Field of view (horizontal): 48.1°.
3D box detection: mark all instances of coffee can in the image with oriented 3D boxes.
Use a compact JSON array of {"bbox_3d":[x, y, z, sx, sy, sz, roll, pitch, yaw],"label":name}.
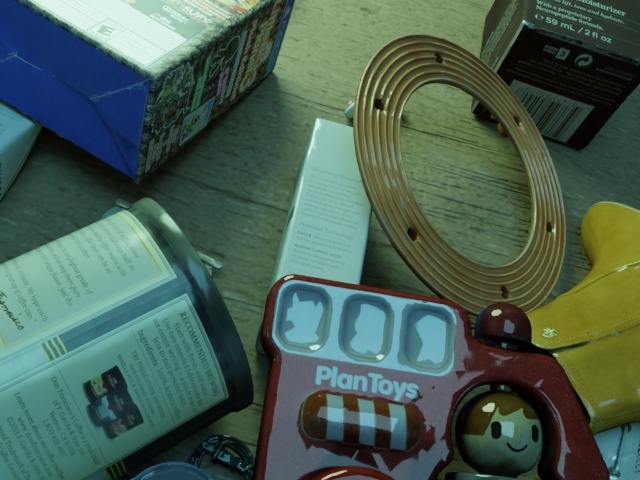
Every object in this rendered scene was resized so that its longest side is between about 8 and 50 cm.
[{"bbox_3d":[-0.222,0.111,0.574,0.275,0.201,0.201,-27,69,-22],"label":"coffee can"}]

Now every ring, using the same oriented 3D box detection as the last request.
[{"bbox_3d":[0.161,-0.073,0.801,0.336,0.032,0.337,16,63,-33],"label":"ring"}]

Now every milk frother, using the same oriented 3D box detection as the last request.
[{"bbox_3d":[-0.105,0.211,0.587,0.129,0.135,0.143,26,59,-14],"label":"milk frother"}]

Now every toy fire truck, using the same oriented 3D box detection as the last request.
[{"bbox_3d":[0.090,0.165,0.590,0.302,0.169,0.254,8,73,-4],"label":"toy fire truck"}]

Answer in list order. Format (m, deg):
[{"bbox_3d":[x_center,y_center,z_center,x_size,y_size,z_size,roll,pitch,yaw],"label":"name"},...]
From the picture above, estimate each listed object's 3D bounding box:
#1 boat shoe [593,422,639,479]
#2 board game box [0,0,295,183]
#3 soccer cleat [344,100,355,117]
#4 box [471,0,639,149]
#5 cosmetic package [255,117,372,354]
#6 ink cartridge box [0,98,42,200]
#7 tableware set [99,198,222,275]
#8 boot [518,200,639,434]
[{"bbox_3d":[0.270,0.223,0.695,0.096,0.098,0.277,36,50,10],"label":"boat shoe"},{"bbox_3d":[-0.200,-0.241,0.796,0.232,0.141,0.291,32,46,7],"label":"board game box"},{"bbox_3d":[0.069,-0.169,0.916,0.083,0.029,0.036,-20,62,-28],"label":"soccer cleat"},{"bbox_3d":[0.315,-0.265,0.945,0.168,0.167,0.203,17,58,-3],"label":"box"},{"bbox_3d":[0.000,0.000,0.749,0.085,0.117,0.231,14,57,-6],"label":"cosmetic package"},{"bbox_3d":[-0.460,-0.140,0.768,0.308,0.091,0.385,24,41,3],"label":"ink cartridge box"},{"bbox_3d":[-0.196,0.037,0.738,0.141,0.020,0.169,33,58,7],"label":"tableware set"},{"bbox_3d":[0.284,0.064,0.752,0.211,0.104,0.295,-10,37,-10],"label":"boot"}]
